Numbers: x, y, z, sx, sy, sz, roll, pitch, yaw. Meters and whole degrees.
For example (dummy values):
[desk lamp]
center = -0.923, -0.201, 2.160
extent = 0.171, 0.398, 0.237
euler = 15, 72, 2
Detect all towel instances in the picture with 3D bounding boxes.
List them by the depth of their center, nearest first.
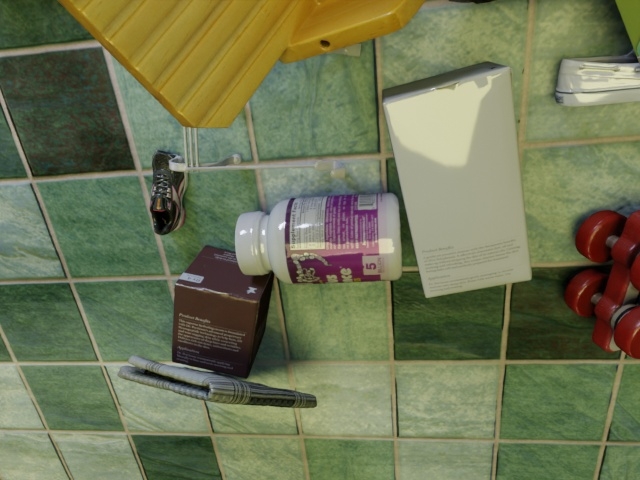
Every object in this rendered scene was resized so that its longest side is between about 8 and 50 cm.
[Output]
[towel]
center = -0.215, 0.300, 0.963
extent = 0.324, 0.056, 0.312
euler = -4, 159, 38

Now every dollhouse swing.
[dollhouse swing]
center = -0.065, -0.332, 0.512
extent = 0.315, 0.304, 0.347
euler = 0, 148, 34

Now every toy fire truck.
[toy fire truck]
center = 0.625, 0.069, 0.840
extent = 0.254, 0.169, 0.302
euler = -8, 116, -9

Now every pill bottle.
[pill bottle]
center = 0.000, 0.000, 0.870
extent = 0.302, 0.169, 0.169
euler = -3, 115, 9

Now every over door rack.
[over door rack]
center = -0.107, -0.239, 0.818
extent = 0.325, 0.108, 0.239
euler = 0, 116, -9

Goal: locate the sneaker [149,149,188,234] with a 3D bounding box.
[sneaker]
center = -0.310, -0.090, 0.919
extent = 0.072, 0.077, 0.178
euler = 3, 115, 5

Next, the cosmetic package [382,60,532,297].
[cosmetic package]
center = 0.239, -0.100, 0.800
extent = 0.197, 0.155, 0.365
euler = -11, 113, 11

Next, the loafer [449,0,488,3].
[loafer]
center = 0.273, -0.393, 0.651
extent = 0.303, 0.109, 0.095
euler = -8, 73, -2

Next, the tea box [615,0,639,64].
[tea box]
center = 0.544, -0.427, 0.529
extent = 0.329, 0.220, 0.323
euler = -36, 108, 2

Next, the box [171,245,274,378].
[box]
center = -0.202, 0.149, 0.968
extent = 0.169, 0.167, 0.203
euler = 13, 116, 2

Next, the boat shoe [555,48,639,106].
[boat shoe]
center = 0.515, -0.270, 0.718
extent = 0.258, 0.095, 0.084
euler = -6, 118, 9
